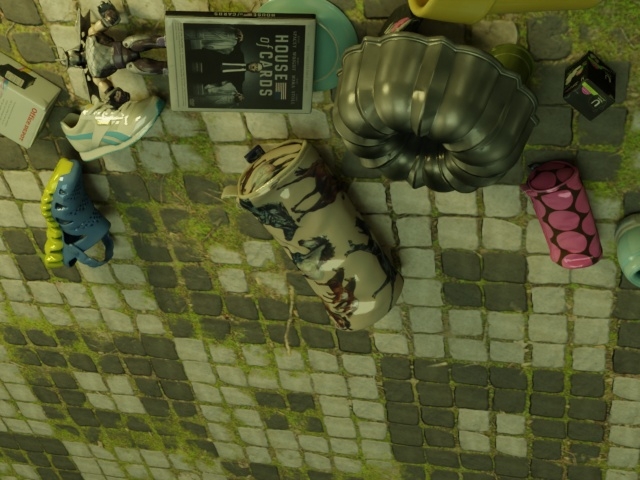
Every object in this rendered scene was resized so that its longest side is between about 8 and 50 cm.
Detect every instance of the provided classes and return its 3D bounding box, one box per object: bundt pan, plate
[{"bbox_3d":[0.165,-0.178,1.421,0.331,0.124,0.331,17,160,6],"label":"bundt pan"},{"bbox_3d":[-0.030,-0.322,1.510,0.188,0.024,0.188,10,135,10],"label":"plate"}]

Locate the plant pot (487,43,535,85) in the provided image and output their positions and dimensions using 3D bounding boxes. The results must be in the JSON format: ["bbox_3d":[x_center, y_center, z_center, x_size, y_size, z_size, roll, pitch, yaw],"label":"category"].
[{"bbox_3d":[0.291,-0.253,1.425,0.083,0.079,0.083,9,134,10],"label":"plant pot"}]

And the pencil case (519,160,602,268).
[{"bbox_3d":[0.421,-0.039,1.581,0.098,0.095,0.209,-29,123,2],"label":"pencil case"}]

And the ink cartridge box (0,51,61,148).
[{"bbox_3d":[-0.596,-0.273,1.716,0.175,0.072,0.127,31,134,-12],"label":"ink cartridge box"}]

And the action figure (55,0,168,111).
[{"bbox_3d":[-0.320,-0.318,1.552,0.285,0.099,0.185,0,116,9],"label":"action figure"}]

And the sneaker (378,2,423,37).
[{"bbox_3d":[0.123,-0.303,1.453,0.077,0.072,0.178,25,148,-13],"label":"sneaker"}]

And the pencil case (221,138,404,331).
[{"bbox_3d":[0.000,0.000,1.710,0.184,0.160,0.410,-22,123,24],"label":"pencil case"}]

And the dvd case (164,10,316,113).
[{"bbox_3d":[-0.130,-0.289,1.487,0.239,0.029,0.179,1,132,-3],"label":"dvd case"}]

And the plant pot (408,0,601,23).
[{"bbox_3d":[0.260,-0.402,1.193,0.239,0.254,0.254,7,136,-10],"label":"plant pot"}]

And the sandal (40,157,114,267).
[{"bbox_3d":[-0.495,-0.047,1.876,0.138,0.126,0.317,15,144,0],"label":"sandal"}]

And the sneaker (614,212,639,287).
[{"bbox_3d":[0.673,0.092,1.575,0.366,0.150,0.135,22,136,-2],"label":"sneaker"}]

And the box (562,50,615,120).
[{"bbox_3d":[0.413,-0.237,1.395,0.062,0.083,0.052,35,134,-15],"label":"box"}]

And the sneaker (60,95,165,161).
[{"bbox_3d":[-0.387,-0.222,1.686,0.229,0.087,0.092,-18,122,30],"label":"sneaker"}]
